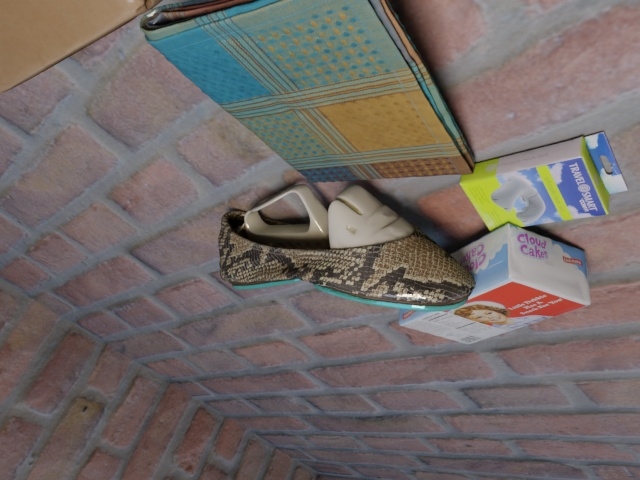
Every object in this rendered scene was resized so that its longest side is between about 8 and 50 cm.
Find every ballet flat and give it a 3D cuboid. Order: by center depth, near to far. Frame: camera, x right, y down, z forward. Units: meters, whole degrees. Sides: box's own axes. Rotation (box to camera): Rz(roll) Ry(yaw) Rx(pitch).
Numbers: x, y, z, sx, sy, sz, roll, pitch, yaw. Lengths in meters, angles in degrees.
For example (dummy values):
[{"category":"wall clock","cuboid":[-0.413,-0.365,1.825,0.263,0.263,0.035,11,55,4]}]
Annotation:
[{"category":"ballet flat","cuboid":[0.000,0.000,0.865,0.483,0.164,0.181,2,108,41]}]

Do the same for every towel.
[{"category":"towel","cuboid":[0.009,-0.163,0.647,0.272,0.040,0.370,2,162,31]}]

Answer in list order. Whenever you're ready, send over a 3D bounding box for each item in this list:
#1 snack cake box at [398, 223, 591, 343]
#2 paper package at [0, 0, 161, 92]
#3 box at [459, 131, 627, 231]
[{"category":"snack cake box","cuboid":[0.259,0.080,0.860,0.152,0.089,0.264,19,151,-21]},{"category":"paper package","cuboid":[-0.339,-0.354,0.572,0.325,0.168,0.309,-7,135,38]},{"category":"box","cuboid":[0.288,-0.070,0.715,0.178,0.042,0.109,-10,135,40]}]
